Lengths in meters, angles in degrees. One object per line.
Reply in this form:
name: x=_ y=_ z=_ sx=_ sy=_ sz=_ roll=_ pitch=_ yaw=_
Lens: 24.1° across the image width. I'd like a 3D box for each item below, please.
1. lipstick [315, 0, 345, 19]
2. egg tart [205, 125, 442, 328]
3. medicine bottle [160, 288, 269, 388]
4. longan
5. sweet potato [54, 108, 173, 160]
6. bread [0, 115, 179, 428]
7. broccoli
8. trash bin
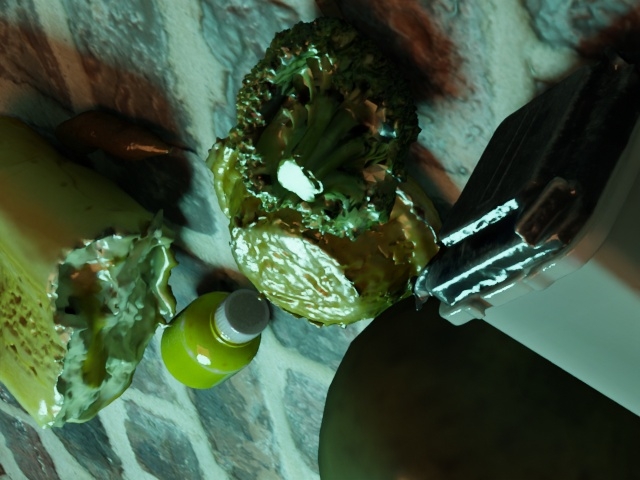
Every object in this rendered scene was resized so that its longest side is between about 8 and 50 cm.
lipstick: x=0.001 y=-0.253 z=1.537 sx=0.019 sy=0.019 sz=0.094 roll=2 pitch=135 yaw=47
egg tart: x=0.001 y=0.000 z=1.772 sx=0.341 sy=0.132 sz=0.341 roll=26 pitch=148 yaw=18
medicine bottle: x=-0.140 y=0.130 z=2.114 sx=0.122 sy=0.122 sz=0.212 roll=42 pitch=150 yaw=-6
longan: x=0.189 y=0.247 z=1.694 sx=0.404 sy=0.336 sz=0.405 roll=3 pitch=104 yaw=12
sweet potato: x=-0.278 y=-0.139 z=1.972 sx=0.218 sy=0.051 sz=0.065 roll=10 pitch=136 yaw=40
bread: x=-0.373 y=0.010 z=2.074 sx=0.394 sy=0.250 sz=0.361 roll=41 pitch=135 yaw=29
broccoli: x=0.005 y=-0.117 z=1.557 sx=0.198 sy=0.176 sz=0.226 roll=13 pitch=160 yaw=3
trash bin: x=0.303 y=0.035 z=1.394 sx=0.367 sy=0.256 sz=0.296 roll=36 pitch=150 yaw=-12
